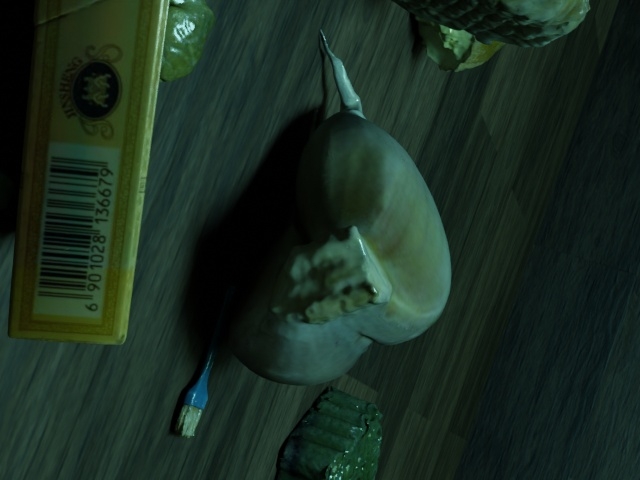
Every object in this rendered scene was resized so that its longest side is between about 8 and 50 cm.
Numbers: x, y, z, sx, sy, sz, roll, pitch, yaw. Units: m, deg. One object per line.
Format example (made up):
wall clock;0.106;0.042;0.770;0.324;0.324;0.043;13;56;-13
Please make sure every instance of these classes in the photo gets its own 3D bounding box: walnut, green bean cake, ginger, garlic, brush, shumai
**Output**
walnut;-0.118;-0.159;0.921;0.092;0.092;0.092;18;90;-72
green bean cake;0.014;0.318;1.721;0.173;0.094;0.181;-44;146;-54
ginger;0.207;-0.349;1.614;0.221;0.130;0.275;8;93;-63
garlic;0.000;0.000;1.322;0.246;0.232;0.340;44;29;-41
brush;-0.115;0.124;1.295;0.051;0.014;0.164;54;54;-75
shumai;0.172;-0.357;1.270;0.314;0.267;0.262;8;101;-78

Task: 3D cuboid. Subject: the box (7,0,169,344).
box;-0.145;-0.095;0.785;0.174;0.076;0.274;-116;-146;-64

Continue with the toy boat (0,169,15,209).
toy boat;-0.240;-0.047;0.679;0.089;0.071;0.185;-71;161;0
